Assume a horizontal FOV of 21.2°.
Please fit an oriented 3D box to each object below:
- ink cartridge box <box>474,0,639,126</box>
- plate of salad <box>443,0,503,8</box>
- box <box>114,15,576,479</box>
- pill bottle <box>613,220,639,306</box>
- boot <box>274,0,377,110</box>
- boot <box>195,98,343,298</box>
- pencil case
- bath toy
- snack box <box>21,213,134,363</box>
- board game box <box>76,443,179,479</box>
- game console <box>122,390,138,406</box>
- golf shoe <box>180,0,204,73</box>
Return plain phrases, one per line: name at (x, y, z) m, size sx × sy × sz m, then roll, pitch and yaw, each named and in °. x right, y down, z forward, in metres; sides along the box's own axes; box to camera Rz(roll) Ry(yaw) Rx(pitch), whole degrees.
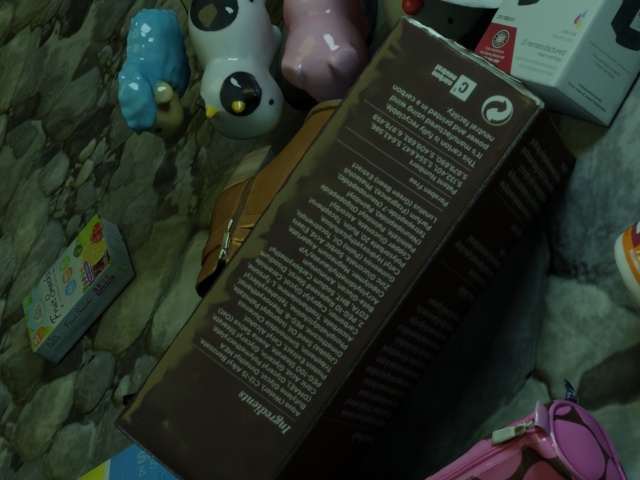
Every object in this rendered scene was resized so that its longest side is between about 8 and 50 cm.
ink cartridge box at (0.220, -0.195, 1.415) m, size 0.175 × 0.072 × 0.127 m, roll -60°, pitch 32°, yaw -2°
plate of salad at (0.112, -0.280, 1.519) m, size 0.048 × 0.200 × 0.199 m, roll 116°, pitch 158°, yaw -44°
box at (0.027, 0.035, 1.333) m, size 0.143 × 0.191 × 0.381 m, roll 34°, pitch 90°, yaw 19°
pill bottle at (0.283, -0.008, 1.167) m, size 0.152 × 0.086 × 0.086 m, roll -39°, pitch 38°, yaw 28°
boot at (-0.048, -0.313, 1.726) m, size 0.118 × 0.223 × 0.338 m, roll -21°, pitch 48°, yaw 41°
boot at (-0.020, -0.028, 1.437) m, size 0.197 × 0.073 × 0.152 m, roll -27°, pitch 33°, yaw 43°
pencil case at (0.114, 0.190, 1.219) m, size 0.209 × 0.098 × 0.095 m, roll -39°, pitch 38°, yaw 29°
bath toy at (-0.016, -0.185, 1.591) m, size 0.348 × 0.151 × 0.129 m, roll -14°, pitch 13°, yaw 20°
snack box at (-0.269, 0.053, 1.892) m, size 0.141 × 0.037 × 0.100 m, roll -48°, pitch 33°, yaw 16°
board game box at (-0.186, 0.311, 1.500) m, size 0.316 × 0.064 × 0.242 m, roll -33°, pitch 39°, yaw 18°
game console at (-0.102, 0.103, 1.593) m, size 0.144 × 0.124 × 0.085 m, roll -17°, pitch 77°, yaw 46°
golf shoe at (-0.098, -0.218, 1.781) m, size 0.077 × 0.198 × 0.094 m, roll -14°, pitch 65°, yaw 6°
